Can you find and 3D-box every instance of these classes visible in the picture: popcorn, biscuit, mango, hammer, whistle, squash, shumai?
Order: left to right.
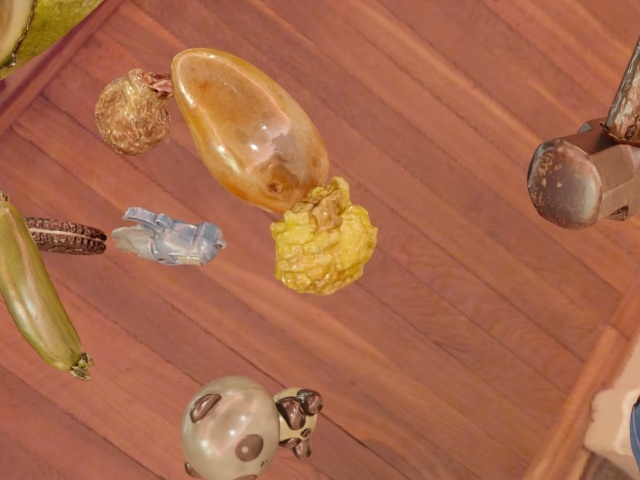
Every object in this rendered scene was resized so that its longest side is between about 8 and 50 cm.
[{"bbox_3d":[-0.416,0.065,1.122,0.071,0.080,0.318,-26,87,-12],"label":"squash"},{"bbox_3d":[-0.520,-0.006,1.568,0.195,0.194,0.053,8,81,-15],"label":"biscuit"},{"bbox_3d":[-0.237,-0.232,0.743,0.189,0.260,0.189,4,99,24],"label":"squash"},{"bbox_3d":[-0.383,-0.292,1.665,0.161,0.153,0.209,17,56,-20],"label":"shumai"},{"bbox_3d":[-0.311,0.002,1.619,0.269,0.180,0.093,6,59,23],"label":"whistle"},{"bbox_3d":[-0.138,-0.207,1.507,0.384,0.199,0.221,45,69,-15],"label":"mango"},{"bbox_3d":[-0.004,-0.004,1.301,0.155,0.198,0.197,46,71,-25],"label":"popcorn"},{"bbox_3d":[0.346,-0.213,0.801,0.242,0.095,0.408,-19,128,-37],"label":"hammer"}]

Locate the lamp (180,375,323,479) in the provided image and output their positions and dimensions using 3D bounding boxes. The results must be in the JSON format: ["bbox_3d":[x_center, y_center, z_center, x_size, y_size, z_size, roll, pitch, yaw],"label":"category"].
[{"bbox_3d":[-0.124,0.329,1.387,0.244,0.198,0.197,-4,82,-25],"label":"lamp"}]

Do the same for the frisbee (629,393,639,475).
[{"bbox_3d":[0.478,0.263,0.961,0.045,0.242,0.242,-5,82,-35],"label":"frisbee"}]
